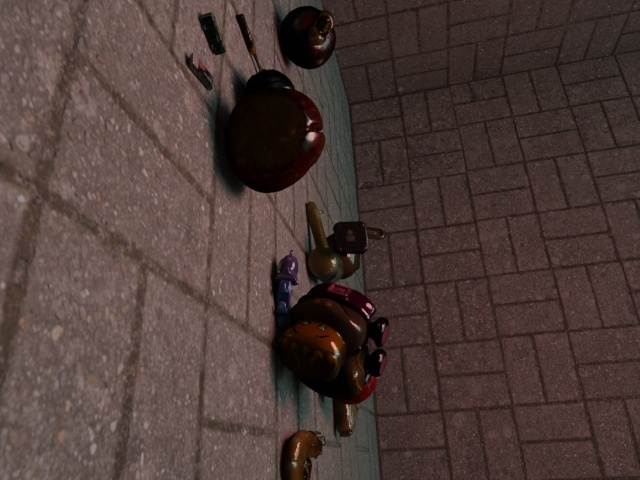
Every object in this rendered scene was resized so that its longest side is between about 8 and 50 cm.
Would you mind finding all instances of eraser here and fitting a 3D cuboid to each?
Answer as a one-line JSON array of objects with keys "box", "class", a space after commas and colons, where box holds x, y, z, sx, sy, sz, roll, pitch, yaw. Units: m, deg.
[{"box": [-0.231, -0.328, 0.952, 0.099, 0.019, 0.027, 45, 39, -71], "class": "eraser"}]

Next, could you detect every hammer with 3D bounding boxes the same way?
[{"box": [0.000, 0.000, 1.769, 0.202, 0.113, 0.306, 59, 17, -72], "class": "hammer"}, {"box": [-0.184, -0.515, 1.324, 0.201, 0.021, 0.078, 69, 17, -50], "class": "hammer"}]

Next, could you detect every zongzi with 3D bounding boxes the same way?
[{"box": [0.079, 0.610, 1.794, 0.160, 0.078, 0.176, -73, 143, -65], "class": "zongzi"}]

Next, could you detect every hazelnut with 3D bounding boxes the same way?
[{"box": [-0.103, -0.223, 1.069, 0.218, 0.234, 0.218, 42, 1, -1], "class": "hazelnut"}]

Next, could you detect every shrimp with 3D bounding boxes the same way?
[{"box": [-0.033, 0.563, 1.247, 0.287, 0.062, 0.152, 47, 39, -67], "class": "shrimp"}]

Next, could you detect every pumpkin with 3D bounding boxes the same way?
[{"box": [-0.110, -0.331, 1.230, 0.202, 0.140, 0.202, 157, -90, -88], "class": "pumpkin"}]

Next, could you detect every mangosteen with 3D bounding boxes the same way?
[{"box": [-0.036, -0.736, 1.741, 0.216, 0.215, 0.216, -8, 90, -79], "class": "mangosteen"}]

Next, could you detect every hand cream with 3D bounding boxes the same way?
[{"box": [0.092, 0.445, 1.650, 0.125, 0.192, 0.193, 63, 22, -53], "class": "hand cream"}]

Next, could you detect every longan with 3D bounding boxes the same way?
[{"box": [0.080, 0.058, 1.923, 0.189, 0.189, 0.189, -8, 90, -79], "class": "longan"}]

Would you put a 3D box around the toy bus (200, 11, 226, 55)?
[{"box": [-0.225, -0.437, 1.030, 0.083, 0.031, 0.037, 72, 8, -45], "class": "toy bus"}]

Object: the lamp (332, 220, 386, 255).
[{"box": [0.145, -0.005, 1.746, 0.283, 0.202, 0.125, -25, 113, -87], "class": "lamp"}]

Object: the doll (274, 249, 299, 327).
[{"box": [-0.090, 0.122, 1.272, 0.110, 0.067, 0.206, 95, 3, -73], "class": "doll"}]

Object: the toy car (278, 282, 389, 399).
[{"box": [0.020, 0.295, 1.291, 0.240, 0.271, 0.341, -45, 140, -47], "class": "toy car"}]
